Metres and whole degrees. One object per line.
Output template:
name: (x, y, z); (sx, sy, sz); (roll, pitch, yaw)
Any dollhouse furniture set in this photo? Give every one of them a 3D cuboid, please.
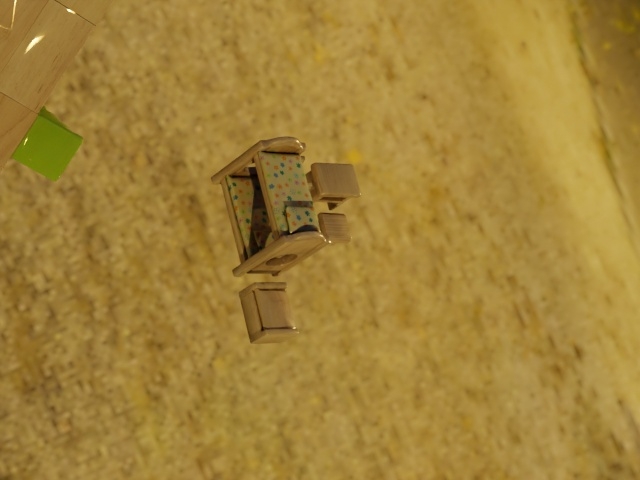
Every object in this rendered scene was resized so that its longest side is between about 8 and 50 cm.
dollhouse furniture set: (0.000, 0.000, 1.574); (0.161, 0.101, 0.181); (0, 67, -40)

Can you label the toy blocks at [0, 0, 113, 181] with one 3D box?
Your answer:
toy blocks: (-0.317, -0.182, 1.485); (0.191, 0.381, 0.261); (31, 12, -23)
